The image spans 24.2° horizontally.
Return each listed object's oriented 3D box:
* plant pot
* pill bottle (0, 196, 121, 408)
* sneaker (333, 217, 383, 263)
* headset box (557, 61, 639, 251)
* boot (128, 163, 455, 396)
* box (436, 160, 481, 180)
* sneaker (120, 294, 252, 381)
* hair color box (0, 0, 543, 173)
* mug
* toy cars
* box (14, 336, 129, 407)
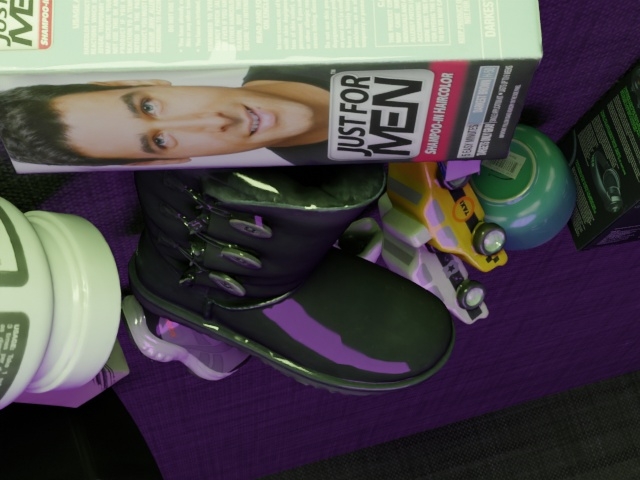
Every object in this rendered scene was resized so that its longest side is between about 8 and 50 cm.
[{"bbox_3d":[-0.362,0.295,2.118,0.188,0.167,0.187,-23,162,21],"label":"plant pot"},{"bbox_3d":[-0.368,0.056,1.309,0.363,0.210,0.210,3,154,-47],"label":"pill bottle"},{"bbox_3d":[-0.053,0.019,1.719,0.297,0.111,0.129,-10,148,-40],"label":"sneaker"},{"bbox_3d":[0.433,-0.114,1.678,0.246,0.131,0.283,-10,161,-21],"label":"headset box"},{"bbox_3d":[-0.002,0.000,1.421,0.367,0.146,0.445,14,156,-4],"label":"boot"},{"bbox_3d":[0.116,-0.129,1.370,0.042,0.109,0.178,-20,163,-4],"label":"box"},{"bbox_3d":[-0.140,0.109,1.878,0.108,0.100,0.271,-29,160,17],"label":"sneaker"},{"bbox_3d":[-0.045,-0.134,1.059,0.374,0.113,0.185,-1,161,-1],"label":"hair color box"},{"bbox_3d":[0.195,-0.058,1.628,0.158,0.129,0.097,-21,159,11],"label":"mug"},{"bbox_3d":[0.112,-0.001,1.623,0.087,0.176,0.393,-39,165,-11],"label":"toy cars"},{"bbox_3d":[-0.341,0.115,1.673,0.094,0.113,0.275,-32,160,20],"label":"box"}]
